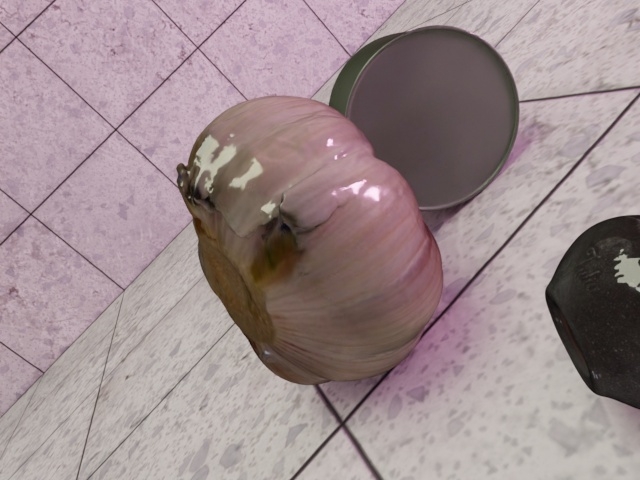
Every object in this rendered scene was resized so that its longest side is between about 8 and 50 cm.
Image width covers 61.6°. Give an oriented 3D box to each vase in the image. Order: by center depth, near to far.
[{"bbox_3d":[0.234,0.027,0.311,0.182,0.120,0.120,-22,23,11],"label":"vase"}]

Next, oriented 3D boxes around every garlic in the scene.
[{"bbox_3d":[-0.012,0.010,0.568,0.240,0.322,0.322,-18,18,-6],"label":"garlic"}]

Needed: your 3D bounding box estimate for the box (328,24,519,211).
[{"bbox_3d":[0.130,-0.167,0.729,0.226,0.226,0.149,-43,19,7],"label":"box"}]
